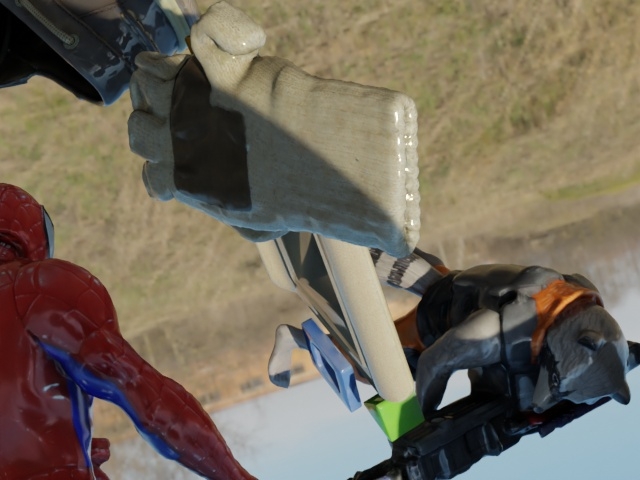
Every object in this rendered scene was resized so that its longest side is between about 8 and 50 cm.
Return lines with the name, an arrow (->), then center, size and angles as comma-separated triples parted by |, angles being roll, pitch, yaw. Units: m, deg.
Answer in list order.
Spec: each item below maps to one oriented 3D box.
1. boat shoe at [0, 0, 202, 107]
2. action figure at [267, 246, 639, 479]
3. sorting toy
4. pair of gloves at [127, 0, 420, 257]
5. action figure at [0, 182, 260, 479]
boat shoe -> -0.256, -0.196, 0.904 | 0.355, 0.132, 0.130 | 20, -118, 35
action figure -> 0.096, 0.085, 0.947 | 0.330, 0.178, 0.341 | 7, -158, 45
sorting toy -> 0.000, 0.000, 0.825 | 0.047, 0.347, 0.196 | -31, -144, -14
pair of gloves -> -0.031, -0.114, 0.535 | 0.042, 0.240, 0.204 | -17, -164, -40
action figure -> -0.058, 0.113, 0.329 | 0.091, 0.280, 0.139 | -25, 151, 20
